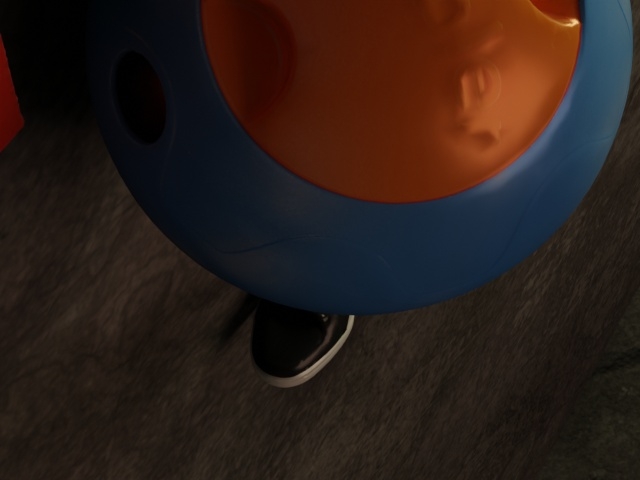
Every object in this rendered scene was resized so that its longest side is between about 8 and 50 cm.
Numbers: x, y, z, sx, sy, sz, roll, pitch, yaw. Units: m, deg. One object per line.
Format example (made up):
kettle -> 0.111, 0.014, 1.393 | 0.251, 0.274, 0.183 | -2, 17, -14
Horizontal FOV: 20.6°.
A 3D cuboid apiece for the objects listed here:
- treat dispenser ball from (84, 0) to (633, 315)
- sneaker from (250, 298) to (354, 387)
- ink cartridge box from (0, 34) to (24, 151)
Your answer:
treat dispenser ball -> 0.020, -0.104, 0.937 | 0.288, 0.288, 0.288 | -51, 158, -29
sneaker -> 0.000, 0.000, 1.379 | 0.217, 0.079, 0.121 | -59, 157, -27
ink cartridge box -> -0.201, 0.018, 0.789 | 0.232, 0.066, 0.189 | -45, 173, -14
